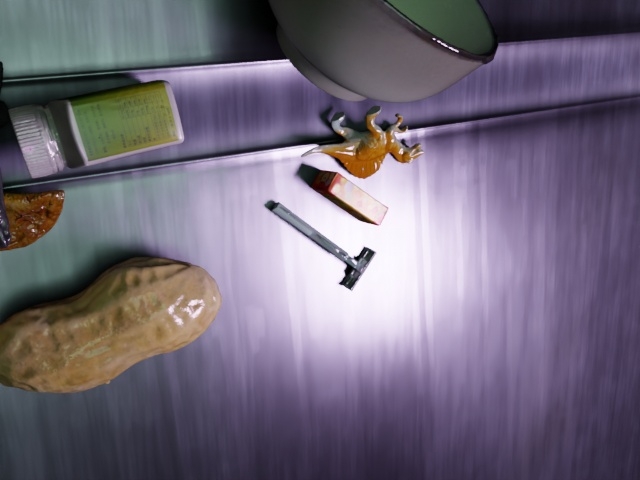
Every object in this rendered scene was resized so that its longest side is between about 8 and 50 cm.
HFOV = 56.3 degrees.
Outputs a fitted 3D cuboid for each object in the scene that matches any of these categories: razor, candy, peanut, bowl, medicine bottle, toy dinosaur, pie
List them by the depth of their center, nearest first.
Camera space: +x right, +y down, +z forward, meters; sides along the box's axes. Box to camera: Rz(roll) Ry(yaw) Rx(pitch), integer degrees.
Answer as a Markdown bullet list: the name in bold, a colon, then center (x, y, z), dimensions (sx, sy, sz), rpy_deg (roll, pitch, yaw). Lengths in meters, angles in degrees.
- **medicine bottle**: center (-0.286, -0.145, 0.768), dimensions (0.189, 0.132, 0.088), rpy_deg (-19, 109, -22)
- **pie**: center (-0.434, -0.027, 0.776), dimensions (0.191, 0.033, 0.088), rpy_deg (-1, 113, -20)
- **peanut**: center (-0.290, 0.115, 0.825), dimensions (0.313, 0.149, 0.149), rpy_deg (-24, 111, -14)
- **bowl**: center (0.058, -0.321, 0.839), dimensions (0.354, 0.353, 0.185), rpy_deg (20, 135, -29)
- **candy**: center (0.050, -0.070, 0.998), dimensions (0.122, 0.062, 0.038), rpy_deg (32, 84, -28)
- **razor**: center (0.003, 0.001, 1.005), dimensions (0.211, 0.036, 0.084), rpy_deg (37, 82, -29)
- **toy dinosaur**: center (0.069, -0.153, 1.006), dimensions (0.212, 0.057, 0.142), rpy_deg (-29, 132, -7)

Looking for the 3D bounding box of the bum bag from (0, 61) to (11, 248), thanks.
- **bum bag**: center (-0.442, -0.106, 0.721), dimensions (0.123, 0.060, 0.248), rpy_deg (-4, 82, -20)
